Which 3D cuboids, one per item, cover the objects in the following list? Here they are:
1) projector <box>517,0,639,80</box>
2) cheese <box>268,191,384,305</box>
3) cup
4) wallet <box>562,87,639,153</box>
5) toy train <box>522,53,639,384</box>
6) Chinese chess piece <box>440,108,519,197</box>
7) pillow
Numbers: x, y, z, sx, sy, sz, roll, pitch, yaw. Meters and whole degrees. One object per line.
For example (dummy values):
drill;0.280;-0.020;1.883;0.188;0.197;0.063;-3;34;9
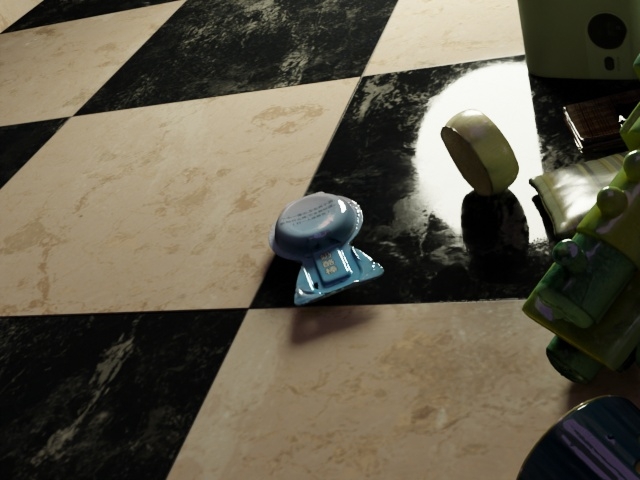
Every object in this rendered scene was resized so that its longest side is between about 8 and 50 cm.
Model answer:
projector;0.459;-0.423;1.351;0.248;0.249;0.248;11;44;37
cheese;0.000;0.000;1.133;0.135;0.052;0.245;-22;34;0
cup;0.263;0.213;0.644;0.176;0.131;0.155;-5;30;-28
wallet;0.466;-0.181;1.183;0.230;0.042;0.124;-11;31;8
toy train;0.322;-0.033;0.794;0.369;0.237;0.150;-54;45;-1
Chinese chess piece;0.214;-0.118;1.137;0.051;0.122;0.122;-33;35;-5
pillow;0.373;-0.063;1.025;0.212;0.052;0.208;-12;22;10
